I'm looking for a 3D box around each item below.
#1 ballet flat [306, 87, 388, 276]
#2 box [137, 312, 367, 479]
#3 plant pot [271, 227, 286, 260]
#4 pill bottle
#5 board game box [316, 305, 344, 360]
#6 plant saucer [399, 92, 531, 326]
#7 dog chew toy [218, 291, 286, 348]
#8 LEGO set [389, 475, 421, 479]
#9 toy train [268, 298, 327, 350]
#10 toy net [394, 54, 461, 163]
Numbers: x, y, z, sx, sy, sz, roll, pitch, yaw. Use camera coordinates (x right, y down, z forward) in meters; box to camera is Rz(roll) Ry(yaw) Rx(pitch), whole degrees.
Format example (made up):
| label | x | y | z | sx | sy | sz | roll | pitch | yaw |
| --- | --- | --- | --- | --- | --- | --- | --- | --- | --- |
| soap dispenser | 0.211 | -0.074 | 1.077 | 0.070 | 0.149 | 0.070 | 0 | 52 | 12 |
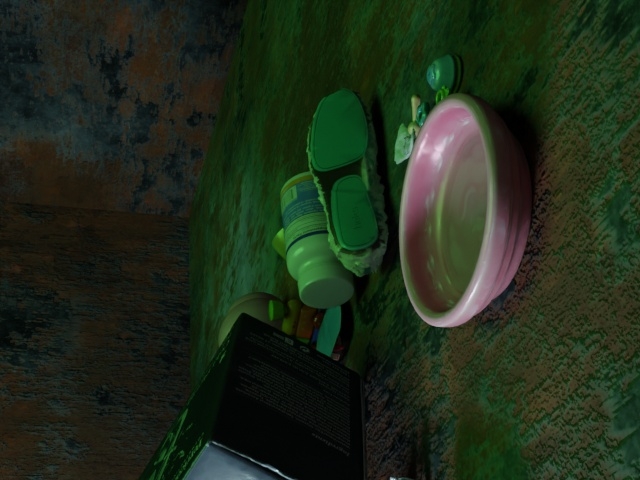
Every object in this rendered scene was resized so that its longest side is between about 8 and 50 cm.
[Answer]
| label | x | y | z | sx | sy | sz | roll | pitch | yaw |
| --- | --- | --- | --- | --- | --- | --- | --- | --- | --- |
| ballet flat | 0.056 | -0.106 | 1.805 | 0.147 | 0.147 | 0.409 | 117 | 154 | -54 |
| box | -0.155 | 0.466 | 1.631 | 0.480 | 0.297 | 0.472 | -58 | 10 | 17 |
| plant pot | -0.030 | 0.015 | 2.093 | 0.095 | 0.134 | 0.134 | 57 | 149 | 20 |
| pill bottle | 0.000 | 0.000 | 1.910 | 0.152 | 0.152 | 0.272 | 113 | 155 | -48 |
| board game box | 0.031 | 0.201 | 1.964 | 0.133 | 0.033 | 0.168 | -103 | 28 | -60 |
| plant saucer | 0.207 | -0.041 | 1.313 | 0.332 | 0.084 | 0.332 | -176 | 90 | -75 |
| dog chew toy | -0.158 | 0.225 | 2.339 | 0.332 | 0.206 | 0.206 | -117 | 35 | -75 |
| LEGO set | 0.104 | 0.523 | 1.465 | 0.132 | 0.107 | 0.287 | 146 | 127 | -70 |
| toy train | -0.052 | 0.153 | 2.061 | 0.105 | 0.143 | 0.248 | -113 | 32 | -58 |
| toy net | 0.180 | -0.198 | 1.533 | 0.232 | 0.045 | 0.122 | 112 | 155 | -50 |
